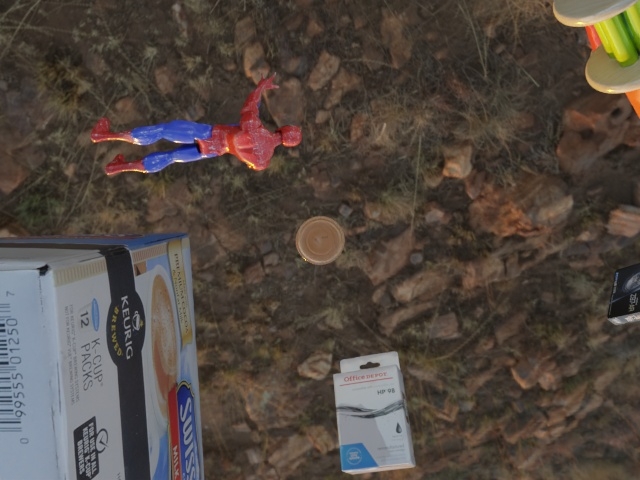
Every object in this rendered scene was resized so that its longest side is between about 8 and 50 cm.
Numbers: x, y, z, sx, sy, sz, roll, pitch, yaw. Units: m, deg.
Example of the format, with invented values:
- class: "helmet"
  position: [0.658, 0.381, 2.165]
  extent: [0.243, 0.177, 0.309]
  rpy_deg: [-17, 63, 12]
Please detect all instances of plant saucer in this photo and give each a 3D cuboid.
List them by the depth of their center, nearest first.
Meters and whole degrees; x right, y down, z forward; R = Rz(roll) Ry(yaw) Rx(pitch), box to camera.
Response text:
- class: "plant saucer"
  position: [0.000, 0.000, 0.945]
  extent: [0.083, 0.013, 0.083]
  rpy_deg: [0, 95, -5]

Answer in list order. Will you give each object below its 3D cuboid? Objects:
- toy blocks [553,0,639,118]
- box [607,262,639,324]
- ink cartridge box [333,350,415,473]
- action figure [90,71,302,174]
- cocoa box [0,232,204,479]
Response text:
- class: "toy blocks"
  position: [0.194, -0.122, 0.348]
  extent: [0.054, 0.123, 0.148]
  rpy_deg: [-25, 132, 32]
- class: "box"
  position: [0.429, 0.070, 0.753]
  extent: [0.018, 0.083, 0.067]
  rpy_deg: [33, 152, -12]
- class: "ink cartridge box"
  position: [0.079, 0.257, 0.856]
  extent: [0.104, 0.180, 0.060]
  rpy_deg: [-12, 151, 12]
- class: "action figure"
  position: [-0.155, -0.157, 0.772]
  extent: [0.280, 0.139, 0.091]
  rpy_deg: [1, 131, 14]
- class: "cocoa box"
  position: [-0.237, 0.173, 0.438]
  extent: [0.231, 0.228, 0.347]
  rpy_deg: [-2, 95, 8]
